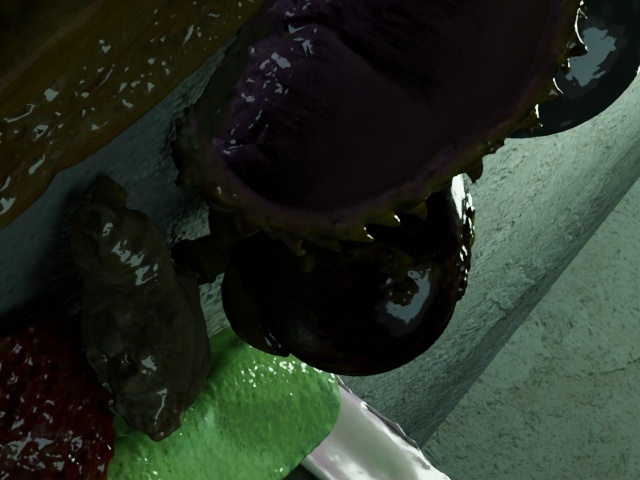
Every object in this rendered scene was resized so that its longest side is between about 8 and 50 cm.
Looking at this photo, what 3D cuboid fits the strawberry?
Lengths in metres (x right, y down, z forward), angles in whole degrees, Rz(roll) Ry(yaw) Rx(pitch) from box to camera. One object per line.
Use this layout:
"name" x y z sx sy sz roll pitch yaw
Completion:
"strawberry" -0.199 0.142 1.003 0.236 0.107 0.175 -36 161 -40

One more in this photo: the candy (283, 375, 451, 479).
"candy" -0.004 0.215 1.468 0.155 0.265 0.116 -27 151 -57

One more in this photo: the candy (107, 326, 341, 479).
"candy" -0.124 0.177 1.239 0.142 0.132 0.343 -33 -179 41

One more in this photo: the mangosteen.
"mangosteen" 0.000 0.000 1.123 0.192 0.217 0.192 3 90 -78

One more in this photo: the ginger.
"ginger" -0.112 0.054 1.014 0.074 0.137 0.213 -11 160 -3

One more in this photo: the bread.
"bread" -0.109 -0.104 0.698 0.271 0.077 0.139 -44 161 -25

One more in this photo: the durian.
"durian" 0.053 -0.121 0.957 0.341 0.191 0.112 -58 179 27

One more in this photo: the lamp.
"lamp" 0.145 -0.218 1.102 0.182 0.182 0.314 102 -1 -63
